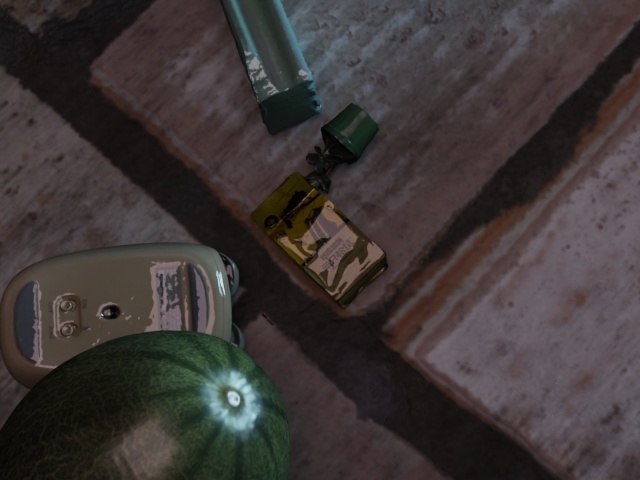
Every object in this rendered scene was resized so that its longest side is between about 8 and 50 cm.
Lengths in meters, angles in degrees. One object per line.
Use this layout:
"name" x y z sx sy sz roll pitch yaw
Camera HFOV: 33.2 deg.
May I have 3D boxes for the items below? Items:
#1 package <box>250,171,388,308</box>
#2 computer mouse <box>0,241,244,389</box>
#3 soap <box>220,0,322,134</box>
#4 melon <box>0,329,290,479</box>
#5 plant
"package" 0.000 0.000 1.071 0.131 0.047 0.071 42 87 13
"computer mouse" -0.194 0.078 1.048 0.237 0.082 0.145 -8 74 1
"soap" -0.064 -0.219 1.102 0.063 0.114 0.198 -21 73 -1
"melon" -0.158 0.204 0.908 0.302 0.237 0.237 -44 72 31
"plant" 0.012 -0.091 1.095 0.051 0.051 0.102 40 86 13
